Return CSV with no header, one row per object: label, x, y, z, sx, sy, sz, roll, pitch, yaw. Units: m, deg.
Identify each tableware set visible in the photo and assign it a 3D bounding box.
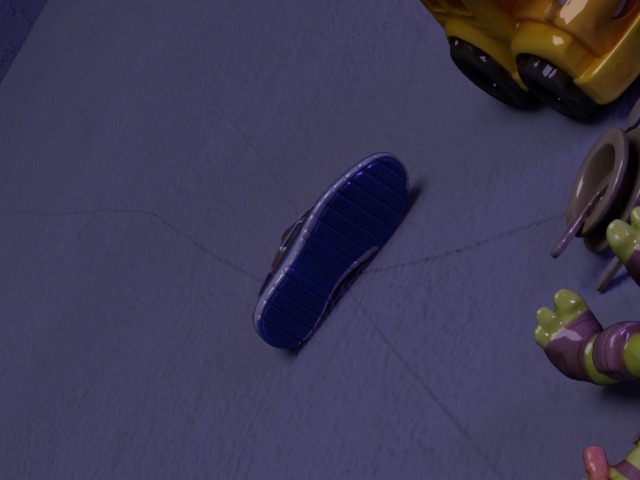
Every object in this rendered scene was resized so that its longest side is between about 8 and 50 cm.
tableware set,0.199,-0.073,0.958,0.128,0.039,0.194,-82,16,-50

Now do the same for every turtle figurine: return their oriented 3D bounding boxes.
turtle figurine,0.208,0.037,0.805,0.269,0.087,0.217,-61,16,1

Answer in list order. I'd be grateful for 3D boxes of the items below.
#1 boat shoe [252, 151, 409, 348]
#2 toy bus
boat shoe,0.000,0.000,1.264,0.183,0.066,0.066,-52,22,1
toy bus,0.141,-0.211,1.130,0.149,0.211,0.220,-52,25,-4
